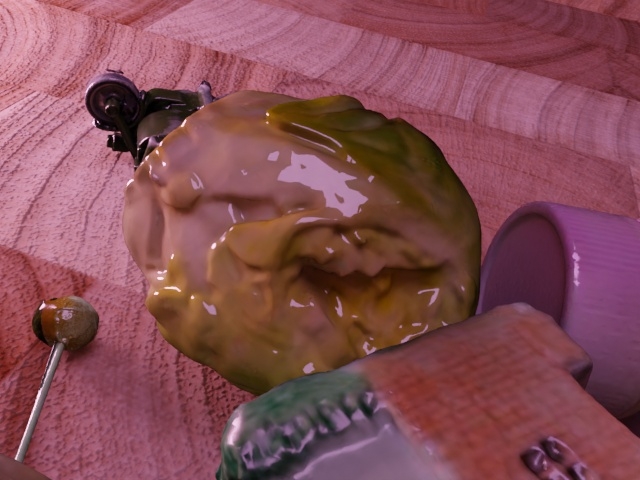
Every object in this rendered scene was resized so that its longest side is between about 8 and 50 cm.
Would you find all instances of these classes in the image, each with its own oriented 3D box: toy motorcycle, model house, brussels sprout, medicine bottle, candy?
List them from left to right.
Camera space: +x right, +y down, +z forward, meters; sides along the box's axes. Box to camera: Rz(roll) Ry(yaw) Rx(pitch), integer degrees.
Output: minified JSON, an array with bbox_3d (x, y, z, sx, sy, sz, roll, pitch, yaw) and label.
[{"bbox_3d":[-0.246,0.122,0.529,0.061,0.061,0.202,3,33,-10],"label":"candy"},{"bbox_3d":[-0.185,-0.134,0.821,0.275,0.127,0.205,3,40,-20],"label":"toy motorcycle"},{"bbox_3d":[0.000,0.000,0.560,0.344,0.268,0.344,34,23,-16],"label":"brussels sprout"},{"bbox_3d":[0.116,0.226,0.347,0.267,0.194,0.325,-14,34,-24],"label":"model house"},{"bbox_3d":[0.368,0.092,0.578,0.389,0.219,0.219,11,39,-6],"label":"medicine bottle"}]

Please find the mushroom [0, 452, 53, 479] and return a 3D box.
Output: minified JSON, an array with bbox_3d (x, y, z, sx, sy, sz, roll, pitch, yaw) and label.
[{"bbox_3d":[-0.247,0.233,0.239,0.353,0.260,0.352,4,47,-4],"label":"mushroom"}]
